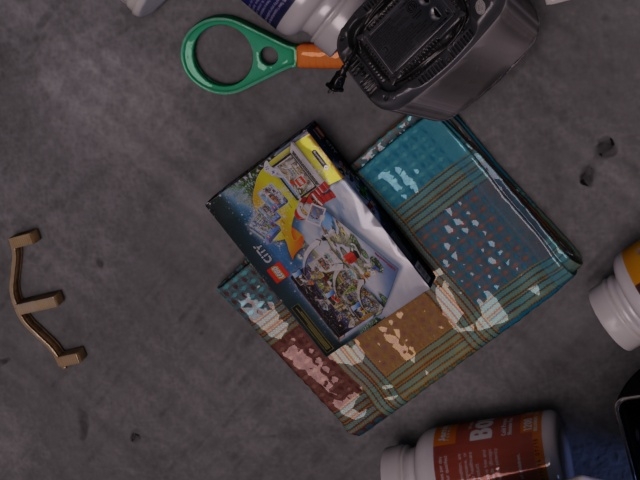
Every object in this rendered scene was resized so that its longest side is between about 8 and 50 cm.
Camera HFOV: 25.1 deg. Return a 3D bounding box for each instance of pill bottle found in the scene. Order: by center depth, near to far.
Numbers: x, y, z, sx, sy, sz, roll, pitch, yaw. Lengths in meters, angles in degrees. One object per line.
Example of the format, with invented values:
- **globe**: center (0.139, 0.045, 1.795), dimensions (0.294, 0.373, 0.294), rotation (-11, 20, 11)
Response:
- **pill bottle**: center (-0.034, -0.291, 1.572), dimensions (0.187, 0.112, 0.112), rotation (40, 113, -2)
- **pill bottle**: center (0.407, 0.032, 1.580), dimensions (0.215, 0.117, 0.117), rotation (-36, 98, 22)
- **pill bottle**: center (0.187, 0.276, 1.716), dimensions (0.216, 0.121, 0.121), rotation (-11, 106, 16)

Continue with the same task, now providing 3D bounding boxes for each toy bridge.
- **toy bridge**: center (-0.358, 0.080, 1.826), dimensions (0.063, 0.026, 0.188), rotation (-13, 106, 20)

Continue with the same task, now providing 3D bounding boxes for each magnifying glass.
- **magnifying glass**: center (-0.049, -0.213, 1.651), dimensions (0.231, 0.026, 0.092), rotation (2, 109, 12)

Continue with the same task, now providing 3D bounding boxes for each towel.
- **towel**: center (0.088, 0.041, 1.702), dimensions (0.370, 0.040, 0.271), rotation (-40, 96, 22)

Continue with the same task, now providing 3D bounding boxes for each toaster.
- **toaster**: center (0.125, -0.213, 1.527), dimensions (0.227, 0.146, 0.129), rotation (-44, 64, 20)

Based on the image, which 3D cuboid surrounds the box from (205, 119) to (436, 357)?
- **box**: center (0.000, 0.000, 1.666), dimensions (0.159, 0.044, 0.233), rotation (-35, 98, 23)

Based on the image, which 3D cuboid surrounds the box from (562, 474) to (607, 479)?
- **box**: center (0.240, 0.400, 1.558), dimensions (0.168, 0.215, 0.345), rotation (14, 156, -25)

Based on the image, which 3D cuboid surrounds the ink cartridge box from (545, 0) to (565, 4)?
- **ink cartridge box**: center (0.299, -0.402, 1.451), dimensions (0.207, 0.117, 0.283), rotation (-12, 105, 17)

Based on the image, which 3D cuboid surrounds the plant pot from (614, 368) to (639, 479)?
- **plant pot**: center (0.445, 0.213, 1.610), dimensions (0.188, 0.167, 0.188), rotation (-12, 105, 17)

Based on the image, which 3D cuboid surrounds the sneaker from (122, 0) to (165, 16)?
- **sneaker**: center (-0.176, -0.356, 1.607), dimensions (0.094, 0.080, 0.212), rotation (45, 114, 8)
